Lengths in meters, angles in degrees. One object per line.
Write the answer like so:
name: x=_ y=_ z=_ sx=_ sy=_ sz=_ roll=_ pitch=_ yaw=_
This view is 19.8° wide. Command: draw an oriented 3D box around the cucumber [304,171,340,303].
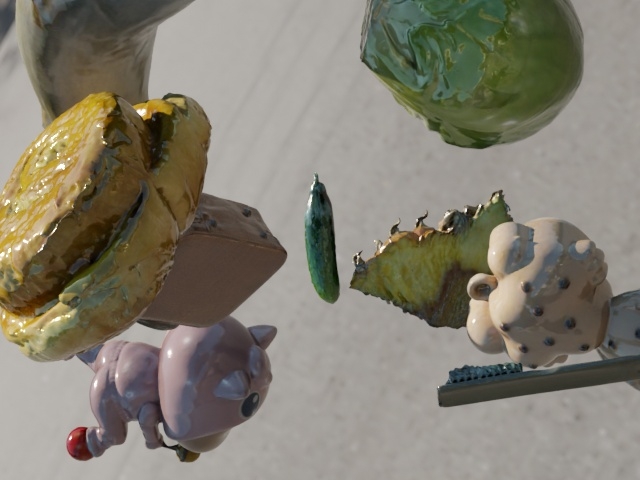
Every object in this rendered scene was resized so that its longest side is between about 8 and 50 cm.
cucumber: x=0.000 y=0.000 z=2.080 sx=0.037 sy=0.037 sz=0.155 roll=-152 pitch=54 yaw=-68

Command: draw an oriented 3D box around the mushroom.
mushroom: x=-0.169 y=-0.192 z=1.514 sx=0.126 sy=0.177 sz=0.397 roll=-62 pitch=7 yaw=-33

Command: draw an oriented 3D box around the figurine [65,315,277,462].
figurine: x=-0.185 y=0.180 z=2.260 sx=0.287 sy=0.186 sz=0.176 roll=-12 pitch=37 yaw=16

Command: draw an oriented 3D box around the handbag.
handbag: x=-0.139 y=0.023 z=1.896 sx=0.151 sy=0.193 sz=0.072 roll=-43 pitch=64 yaw=18

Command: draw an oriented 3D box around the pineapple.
pineapple: x=0.163 y=0.013 z=2.126 sx=0.140 sy=0.249 sz=0.164 roll=-77 pitch=-6 yaw=-83

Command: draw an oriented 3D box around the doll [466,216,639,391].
doll: x=0.270 y=0.080 z=1.721 sx=0.119 sy=0.278 sz=0.154 roll=-75 pitch=12 yaw=-53

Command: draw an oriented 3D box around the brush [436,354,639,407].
brush: x=0.196 y=0.117 z=1.609 sx=0.034 sy=0.190 sz=0.028 roll=78 pitch=-175 yaw=-48

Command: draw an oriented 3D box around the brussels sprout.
brussels sprout: x=0.159 y=-0.208 z=1.894 sx=0.244 sy=0.244 sz=0.244 roll=-46 pitch=26 yaw=30

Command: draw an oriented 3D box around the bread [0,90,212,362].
bread: x=-0.182 y=-0.017 z=1.460 sx=0.198 sy=0.120 sz=0.236 roll=-28 pitch=33 yaw=44
